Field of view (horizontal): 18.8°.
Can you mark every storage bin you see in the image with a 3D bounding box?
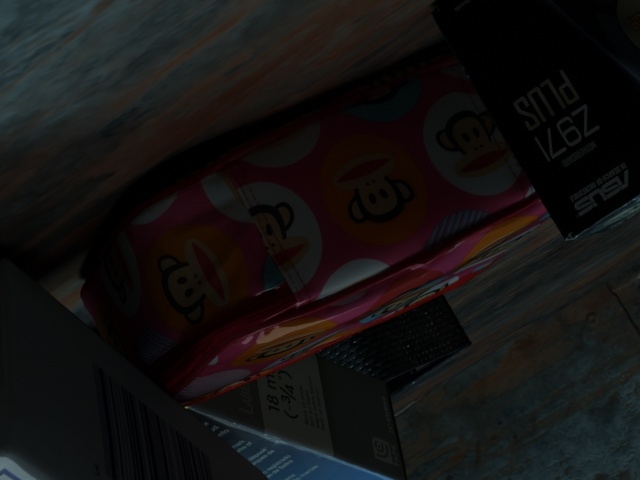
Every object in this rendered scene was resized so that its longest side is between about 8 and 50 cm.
[{"bbox_3d":[0.060,0.118,2.040,0.122,0.084,0.180,-37,169,35],"label":"storage bin"}]

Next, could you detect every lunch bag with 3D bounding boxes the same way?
[{"bbox_3d":[0.000,0.000,1.186,0.293,0.120,0.258,-24,173,-24],"label":"lunch bag"}]

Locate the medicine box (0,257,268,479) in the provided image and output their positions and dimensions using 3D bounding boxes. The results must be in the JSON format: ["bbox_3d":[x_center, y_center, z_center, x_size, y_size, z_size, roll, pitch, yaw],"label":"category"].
[{"bbox_3d":[-0.205,0.191,1.074,0.289,0.149,0.263,-31,132,16],"label":"medicine box"}]

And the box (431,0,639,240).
[{"bbox_3d":[0.175,-0.108,1.015,0.180,0.147,0.077,-33,170,23],"label":"box"}]

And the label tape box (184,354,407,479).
[{"bbox_3d":[-0.135,0.158,1.494,0.334,0.106,0.241,24,133,-39],"label":"label tape box"}]
